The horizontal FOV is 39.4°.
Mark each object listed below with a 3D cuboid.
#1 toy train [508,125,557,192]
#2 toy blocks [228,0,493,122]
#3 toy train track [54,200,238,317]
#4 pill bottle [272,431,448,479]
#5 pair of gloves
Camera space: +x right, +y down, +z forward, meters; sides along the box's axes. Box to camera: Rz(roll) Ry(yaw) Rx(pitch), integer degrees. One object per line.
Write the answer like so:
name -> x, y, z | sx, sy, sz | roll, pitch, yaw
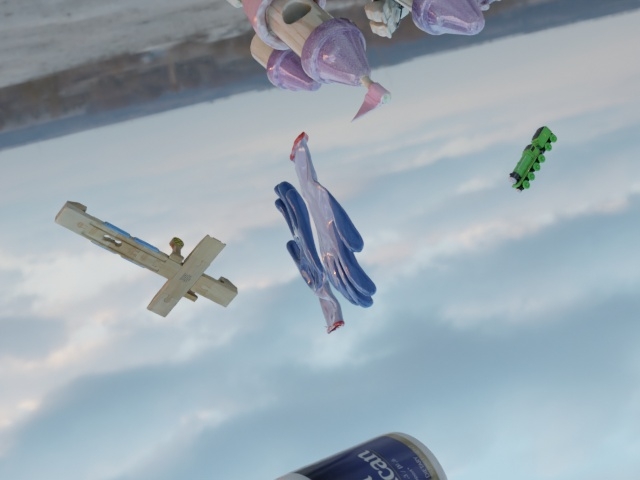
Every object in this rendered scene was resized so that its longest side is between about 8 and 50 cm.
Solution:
toy train -> 0.218, -0.084, 0.921 | 0.083, 0.024, 0.017 | -55, -165, -24
toy blocks -> 0.071, -0.235, 0.758 | 0.289, 0.309, 0.260 | -38, -128, -8
toy train track -> -0.072, 0.004, 0.380 | 0.048, 0.083, 0.014 | -48, -151, 24
pill bottle -> 0.011, 0.210, 0.664 | 0.169, 0.094, 0.094 | -12, -173, -41
pair of gloves -> 0.000, 0.000, 0.808 | 0.023, 0.159, 0.198 | -18, 166, -15
